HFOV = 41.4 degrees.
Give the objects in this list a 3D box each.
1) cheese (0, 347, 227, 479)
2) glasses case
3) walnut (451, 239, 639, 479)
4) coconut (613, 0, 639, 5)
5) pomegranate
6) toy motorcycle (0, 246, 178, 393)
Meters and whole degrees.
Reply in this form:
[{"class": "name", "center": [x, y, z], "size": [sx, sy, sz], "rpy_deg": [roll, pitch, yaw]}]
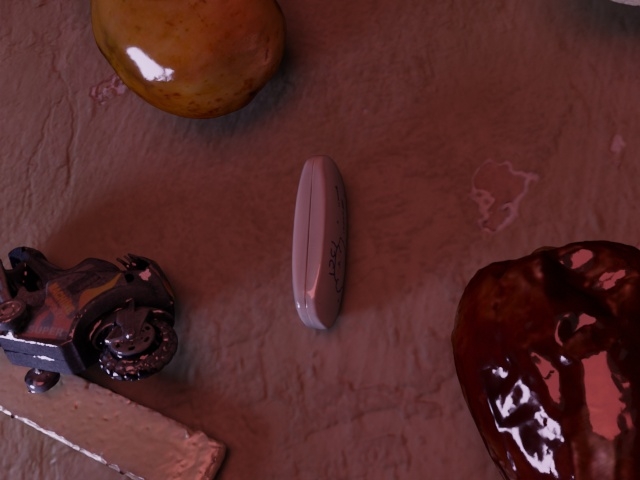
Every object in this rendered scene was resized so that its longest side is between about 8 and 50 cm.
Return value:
[{"class": "cheese", "center": [-0.284, 0.190, 0.963], "size": [0.400, 0.034, 0.085], "rpy_deg": [20, 75, 24]}, {"class": "glasses case", "center": [0.000, 0.000, 0.928], "size": [0.049, 0.076, 0.197], "rpy_deg": [-5, 66, 18]}, {"class": "walnut", "center": [0.243, 0.130, 0.738], "size": [0.221, 0.244, 0.269], "rpy_deg": [-30, 61, 48]}, {"class": "coconut", "center": [0.346, -0.380, 0.898], "size": [0.237, 0.237, 0.266], "rpy_deg": [-2, 29, 17]}, {"class": "pomegranate", "center": [-0.153, -0.269, 1.005], "size": [0.248, 0.248, 0.248], "rpy_deg": [-7, 66, 15]}, {"class": "toy motorcycle", "center": [-0.276, 0.079, 0.960], "size": [0.307, 0.108, 0.173], "rpy_deg": [7, 41, 24]}]
